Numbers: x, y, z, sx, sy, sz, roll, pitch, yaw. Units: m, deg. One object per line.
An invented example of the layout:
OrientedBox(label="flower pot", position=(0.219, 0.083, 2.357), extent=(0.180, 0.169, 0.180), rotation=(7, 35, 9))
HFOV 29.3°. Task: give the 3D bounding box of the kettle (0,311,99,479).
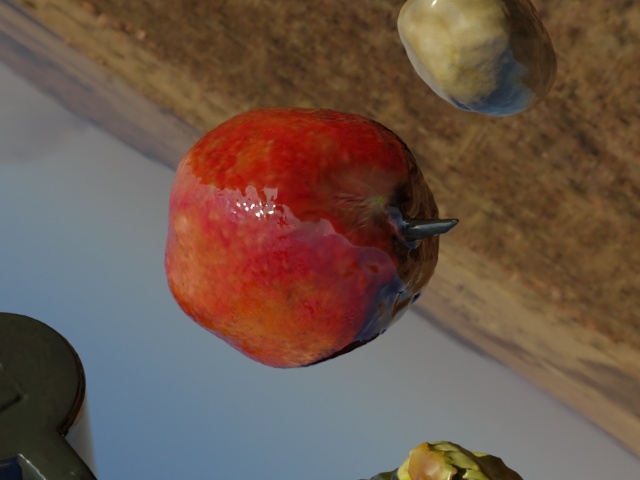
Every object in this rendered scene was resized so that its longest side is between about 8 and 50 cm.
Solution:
OrientedBox(label="kettle", position=(-0.305, 0.253, 1.178), extent=(0.308, 0.203, 0.262), rotation=(99, 159, -45))

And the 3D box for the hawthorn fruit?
OrientedBox(label="hawthorn fruit", position=(0.000, 0.000, 0.847), extent=(0.189, 0.189, 0.251), rotation=(34, 165, -35))

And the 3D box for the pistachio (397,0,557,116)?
OrientedBox(label="pistachio", position=(0.159, -0.191, 1.187), extent=(0.136, 0.136, 0.226), rotation=(33, -172, 34))

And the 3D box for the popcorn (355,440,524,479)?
OrientedBox(label="popcorn", position=(0.157, 0.370, 1.276), extent=(0.326, 0.321, 0.290), rotation=(-7, 170, 19))
